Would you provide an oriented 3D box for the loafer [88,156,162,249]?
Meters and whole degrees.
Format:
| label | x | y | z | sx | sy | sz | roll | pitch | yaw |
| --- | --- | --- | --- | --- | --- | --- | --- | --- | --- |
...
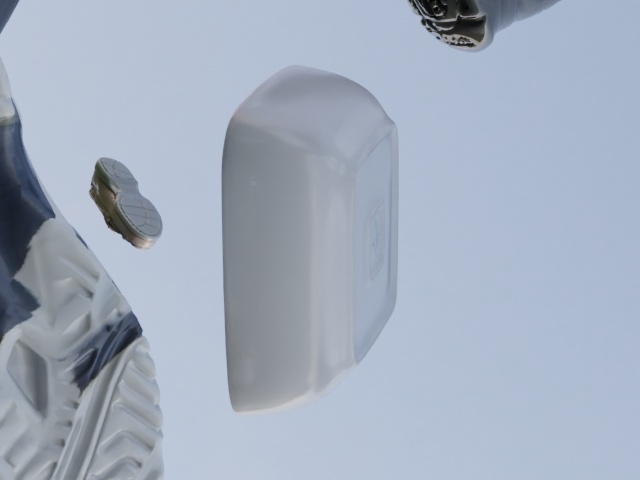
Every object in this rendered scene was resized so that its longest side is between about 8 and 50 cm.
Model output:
| label | x | y | z | sx | sy | sz | roll | pitch | yaw |
| --- | --- | --- | --- | --- | --- | --- | --- | --- | --- |
| loafer | -0.173 | -0.025 | 1.679 | 0.039 | 0.045 | 0.125 | -60 | -143 | 23 |

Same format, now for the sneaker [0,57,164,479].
| label | x | y | z | sx | sy | sz | roll | pitch | yaw |
| --- | --- | --- | --- | --- | --- | --- | --- | --- | --- |
| sneaker | -0.139 | 0.026 | 0.705 | 0.235 | 0.094 | 0.153 | 64 | -20 | -8 |

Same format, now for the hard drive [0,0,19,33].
| label | x | y | z | sx | sy | sz | roll | pitch | yaw |
| --- | --- | --- | --- | --- | --- | --- | --- | --- | --- |
| hard drive | -0.180 | -0.049 | 0.452 | 0.172 | 0.255 | 0.054 | 41 | -18 | -33 |

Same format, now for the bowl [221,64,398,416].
| label | x | y | z | sx | sy | sz | roll | pitch | yaw |
| --- | --- | --- | --- | --- | --- | --- | --- | --- | --- |
| bowl | 0.000 | 0.000 | 0.839 | 0.053 | 0.142 | 0.142 | 5 | -73 | 13 |

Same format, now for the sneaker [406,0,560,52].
| label | x | y | z | sx | sy | sz | roll | pitch | yaw |
| --- | --- | --- | --- | --- | --- | --- | --- | --- | --- |
| sneaker | 0.079 | -0.263 | 1.161 | 0.286 | 0.130 | 0.109 | 68 | -18 | -6 |
